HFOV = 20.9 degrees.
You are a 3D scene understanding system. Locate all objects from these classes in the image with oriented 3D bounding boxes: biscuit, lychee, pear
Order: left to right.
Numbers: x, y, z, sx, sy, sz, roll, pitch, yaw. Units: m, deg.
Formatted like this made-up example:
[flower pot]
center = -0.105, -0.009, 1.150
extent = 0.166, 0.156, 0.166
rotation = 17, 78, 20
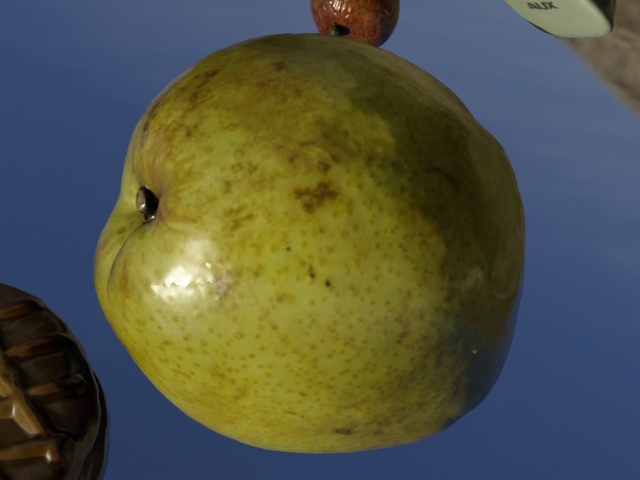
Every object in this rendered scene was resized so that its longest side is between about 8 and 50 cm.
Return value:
[biscuit]
center = -0.322, 0.165, 1.527
extent = 0.268, 0.115, 0.366
rotation = -21, -133, -11
[pear]
center = -0.011, 0.006, 1.207
extent = 0.304, 0.304, 0.304
rotation = 15, -152, -8
[lychee]
center = 0.034, -0.248, 1.923
extent = 0.101, 0.140, 0.114
rotation = 16, 172, -28

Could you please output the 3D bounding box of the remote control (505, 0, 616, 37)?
[remote control]
center = 0.078, -0.232, 1.105
extent = 0.309, 0.038, 0.090
rotation = 38, 168, -29
